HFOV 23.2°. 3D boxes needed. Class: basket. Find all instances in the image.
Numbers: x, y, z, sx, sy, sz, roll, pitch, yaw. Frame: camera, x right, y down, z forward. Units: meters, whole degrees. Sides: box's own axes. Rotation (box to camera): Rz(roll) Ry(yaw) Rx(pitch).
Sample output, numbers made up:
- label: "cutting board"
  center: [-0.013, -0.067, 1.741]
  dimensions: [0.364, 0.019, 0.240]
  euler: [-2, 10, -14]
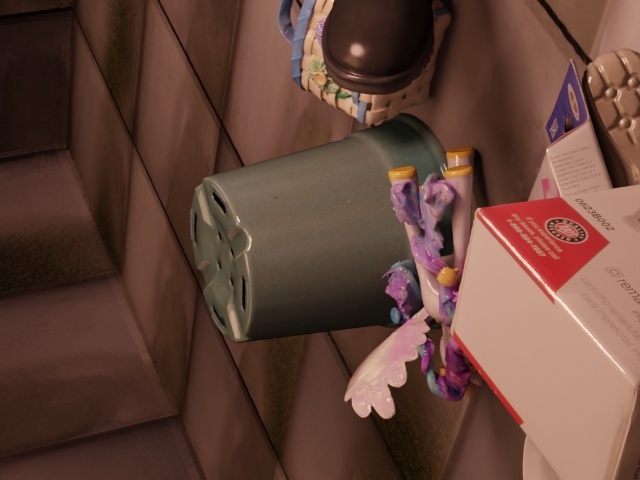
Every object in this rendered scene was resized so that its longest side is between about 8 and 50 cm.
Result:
- label: "basket"
  center: [0.042, -0.331, 2.265]
  dimensions: [0.289, 0.201, 0.254]
  euler: [50, 147, 33]

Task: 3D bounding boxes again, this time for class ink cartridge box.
- label: "ink cartridge box"
  center: [0.358, 0.076, 1.433]
  dimensions: [0.279, 0.385, 0.160]
  euler: [-127, 36, -48]
- label: "ink cartridge box"
  center: [0.297, -0.010, 1.821]
  dimensions: [0.324, 0.071, 0.330]
  euler: [70, -177, -80]

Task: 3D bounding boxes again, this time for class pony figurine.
- label: "pony figurine"
  center: [0.178, 0.077, 2.103]
  dimensions: [0.351, 0.303, 0.363]
  euler: [-63, -35, -78]

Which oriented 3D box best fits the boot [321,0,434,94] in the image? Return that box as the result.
- label: "boot"
  center: [0.070, -0.457, 1.916]
  dimensions: [0.367, 0.146, 0.445]
  euler: [-76, -14, -44]

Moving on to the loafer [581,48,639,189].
- label: "loafer"
  center: [0.375, -0.058, 1.727]
  dimensions: [0.111, 0.112, 0.319]
  euler: [14, -120, -78]

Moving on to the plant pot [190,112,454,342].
- label: "plant pot"
  center: [0.000, 0.000, 2.359]
  dimensions: [0.341, 0.334, 0.341]
  euler: [169, 90, -68]

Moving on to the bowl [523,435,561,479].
- label: "bowl"
  center: [0.372, 0.317, 1.855]
  dimensions: [0.298, 0.134, 0.297]
  euler: [169, 90, -69]
